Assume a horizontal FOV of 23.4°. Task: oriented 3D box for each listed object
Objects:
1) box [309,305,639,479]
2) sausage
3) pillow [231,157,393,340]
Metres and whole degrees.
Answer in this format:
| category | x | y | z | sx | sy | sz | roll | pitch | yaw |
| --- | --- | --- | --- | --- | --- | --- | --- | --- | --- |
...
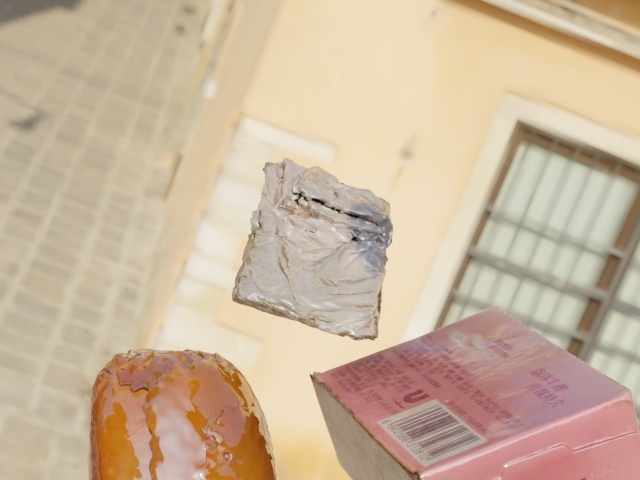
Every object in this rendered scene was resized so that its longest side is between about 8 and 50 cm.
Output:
| category | x | y | z | sx | sy | sz | roll | pitch | yaw |
| --- | --- | --- | --- | --- | --- | --- | --- | --- | --- |
| box | 0.073 | 0.090 | 0.733 | 0.111 | 0.060 | 0.156 | -21 | 20 | -12 |
| sausage | -0.054 | 0.210 | 0.715 | 0.102 | 0.330 | 0.102 | -7 | -13 | -1 |
| pillow | 0.000 | 0.000 | 1.388 | 0.135 | 0.049 | 0.248 | 22 | 33 | -7 |
